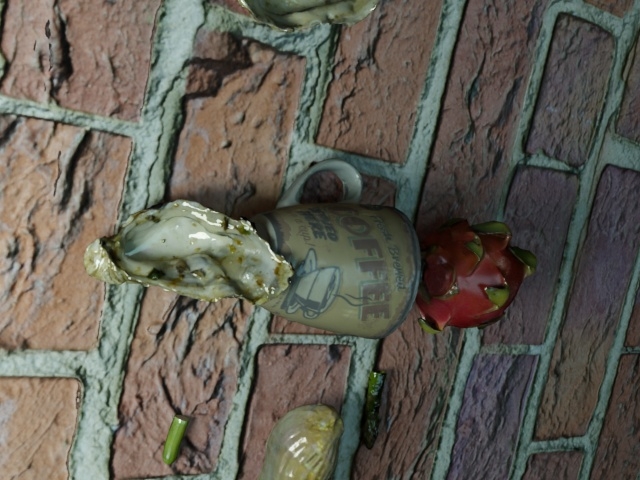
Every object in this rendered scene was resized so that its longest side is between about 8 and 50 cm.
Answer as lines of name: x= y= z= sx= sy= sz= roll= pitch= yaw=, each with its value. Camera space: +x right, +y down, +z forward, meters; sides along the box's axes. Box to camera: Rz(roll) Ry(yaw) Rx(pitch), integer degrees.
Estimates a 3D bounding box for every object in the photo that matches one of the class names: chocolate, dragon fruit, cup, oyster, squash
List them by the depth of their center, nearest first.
oyster: x=-0.189 y=0.034 z=1.372 sx=0.094 sy=0.294 sz=0.166 roll=105 pitch=8 yaw=-60
oyster: x=0.023 y=-0.426 z=1.440 sx=0.341 sy=0.110 sz=0.166 roll=-44 pitch=120 yaw=-14
cup: x=0.000 y=0.000 z=1.510 sx=0.257 sy=0.227 sz=0.301 roll=11 pitch=69 yaw=-34
squash: x=-0.243 y=0.333 z=1.531 sx=0.027 sy=0.027 sz=0.083 roll=16 pitch=95 yaw=-39
chocolate: x=-0.055 y=0.428 z=1.641 sx=0.134 sy=0.134 sz=0.309 roll=20 pitch=96 yaw=-39
dragon fruit: x=0.265 y=0.062 z=1.708 sx=0.227 sy=0.224 sz=0.224 roll=-13 pitch=113 yaw=-54

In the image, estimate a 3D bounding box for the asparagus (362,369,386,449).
asparagus: x=0.102 y=0.330 z=1.786 sx=0.036 sy=0.030 sz=0.165 roll=-10 pitch=110 yaw=-45
